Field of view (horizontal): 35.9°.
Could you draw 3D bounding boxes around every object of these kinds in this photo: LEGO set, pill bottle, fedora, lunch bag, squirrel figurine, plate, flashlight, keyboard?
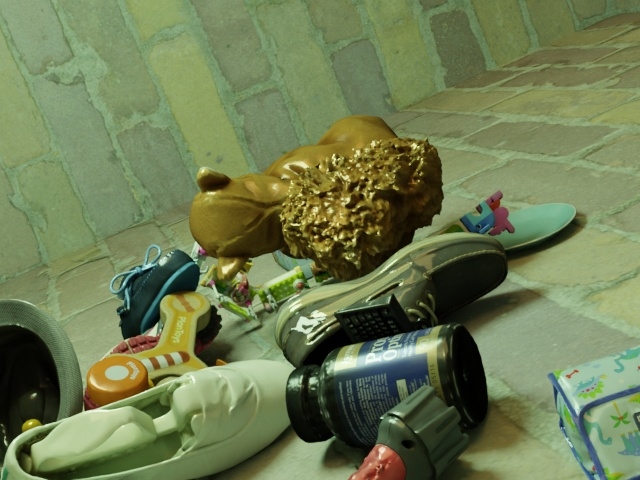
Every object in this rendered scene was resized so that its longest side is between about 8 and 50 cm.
[{"bbox_3d":[0.225,0.021,1.570,0.227,0.093,0.087,-37,-5,0],"label":"LEGO set"},{"bbox_3d":[0.075,0.176,1.163,0.219,0.123,0.123,-15,16,24],"label":"pill bottle"},{"bbox_3d":[-0.464,0.237,1.527,0.244,0.275,0.124,-28,-18,4],"label":"fedora"},{"bbox_3d":[0.301,0.172,0.930,0.129,0.096,0.151,-19,29,2],"label":"lunch bag"},{"bbox_3d":[-0.014,-0.062,1.607,0.370,0.281,0.397,-9,5,-27],"label":"squirrel figurine"},{"bbox_3d":[0.342,-0.015,1.665,0.188,0.024,0.188,-21,15,6],"label":"plate"},{"bbox_3d":[-0.099,0.084,1.777,0.287,0.132,0.107,8,19,-19],"label":"LEGO set"},{"bbox_3d":[0.018,0.256,0.979,0.304,0.103,0.103,-36,-14,-29],"label":"flashlight"},{"bbox_3d":[0.098,0.130,1.216,0.108,0.180,0.023,-17,46,17],"label":"keyboard"}]

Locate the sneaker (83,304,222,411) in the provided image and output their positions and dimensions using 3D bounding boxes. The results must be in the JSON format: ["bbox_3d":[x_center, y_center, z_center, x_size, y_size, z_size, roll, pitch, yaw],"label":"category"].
[{"bbox_3d":[-0.273,0.208,1.615,0.112,0.121,0.299,-47,-5,40],"label":"sneaker"}]

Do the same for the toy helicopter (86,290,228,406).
[{"bbox_3d":[-0.202,0.183,1.479,0.235,0.140,0.355,3,30,-1],"label":"toy helicopter"}]

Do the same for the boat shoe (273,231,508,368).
[{"bbox_3d":[0.112,0.107,1.410,0.355,0.132,0.130,-24,36,1],"label":"boat shoe"}]

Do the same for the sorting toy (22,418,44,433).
[{"bbox_3d":[-0.490,0.347,1.360,0.365,0.126,0.127,-21,15,0],"label":"sorting toy"}]

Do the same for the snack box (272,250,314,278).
[{"bbox_3d":[0.000,0.000,2.012,0.174,0.070,0.207,-25,16,-13],"label":"snack box"}]

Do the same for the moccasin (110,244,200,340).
[{"bbox_3d":[-0.314,0.100,1.746,0.138,0.117,0.342,-33,-11,-36],"label":"moccasin"}]

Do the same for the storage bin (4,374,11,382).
[{"bbox_3d":[-0.588,0.279,1.748,0.262,0.123,0.260,-21,15,3],"label":"storage bin"}]

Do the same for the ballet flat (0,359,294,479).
[{"bbox_3d":[-0.203,0.236,1.241,0.400,0.139,0.139,-18,13,-14],"label":"ballet flat"}]
